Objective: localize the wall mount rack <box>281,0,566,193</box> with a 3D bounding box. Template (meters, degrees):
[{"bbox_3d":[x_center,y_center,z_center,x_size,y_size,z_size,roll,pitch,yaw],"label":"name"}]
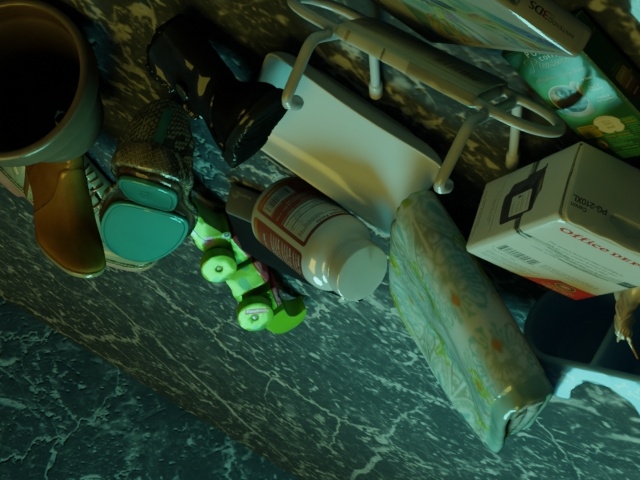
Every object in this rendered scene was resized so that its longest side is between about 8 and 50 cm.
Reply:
[{"bbox_3d":[0.115,-0.163,1.515,0.350,0.130,0.304,30,-158,17],"label":"wall mount rack"}]

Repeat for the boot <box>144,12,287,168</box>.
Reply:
[{"bbox_3d":[-0.147,-0.215,1.765,0.207,0.094,0.246,51,165,1],"label":"boot"}]

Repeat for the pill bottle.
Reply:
[{"bbox_3d":[0.000,0.000,1.966,0.216,0.121,0.121,38,166,43],"label":"pill bottle"}]

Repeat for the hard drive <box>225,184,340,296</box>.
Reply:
[{"bbox_3d":[-0.039,0.008,2.195,0.254,0.054,0.172,24,156,23],"label":"hard drive"}]

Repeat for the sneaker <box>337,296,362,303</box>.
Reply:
[{"bbox_3d":[0.055,0.097,2.274,0.037,0.032,0.083,34,158,2],"label":"sneaker"}]

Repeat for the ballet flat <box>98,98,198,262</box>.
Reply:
[{"bbox_3d":[-0.261,-0.103,2.120,0.164,0.182,0.483,17,162,-6],"label":"ballet flat"}]

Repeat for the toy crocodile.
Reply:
[{"bbox_3d":[-0.141,0.049,2.357,0.340,0.105,0.115,55,-170,-34],"label":"toy crocodile"}]

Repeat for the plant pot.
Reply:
[{"bbox_3d":[-0.453,-0.221,2.086,0.263,0.263,0.229,27,173,16],"label":"plant pot"}]

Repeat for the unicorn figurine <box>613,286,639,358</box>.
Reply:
[{"bbox_3d":[0.388,0.051,1.599,0.060,0.111,0.162,14,142,-1],"label":"unicorn figurine"}]

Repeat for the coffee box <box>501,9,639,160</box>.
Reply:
[{"bbox_3d":[0.293,-0.162,1.413,0.184,0.040,0.113,41,158,-19],"label":"coffee box"}]

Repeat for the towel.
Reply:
[{"bbox_3d":[0.197,0.128,1.854,0.321,0.090,0.374,58,172,16],"label":"towel"}]

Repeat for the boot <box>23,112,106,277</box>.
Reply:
[{"bbox_3d":[-0.440,-0.099,2.275,0.295,0.104,0.211,53,138,35],"label":"boot"}]

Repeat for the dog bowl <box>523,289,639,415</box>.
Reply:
[{"bbox_3d":[0.392,0.133,1.710,0.297,0.166,0.074,10,148,46],"label":"dog bowl"}]

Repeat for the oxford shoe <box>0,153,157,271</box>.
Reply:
[{"bbox_3d":[-0.459,-0.085,2.479,0.397,0.140,0.146,36,151,-10],"label":"oxford shoe"}]

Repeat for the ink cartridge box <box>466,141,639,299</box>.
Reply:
[{"bbox_3d":[0.306,-0.016,1.552,0.172,0.100,0.237,23,164,-14],"label":"ink cartridge box"}]

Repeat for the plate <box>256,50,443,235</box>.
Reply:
[{"bbox_3d":[0.027,-0.138,1.821,0.278,0.045,0.277,34,159,0],"label":"plate"}]

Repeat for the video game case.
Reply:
[{"bbox_3d":[0.070,-0.277,1.293,0.300,0.036,0.329,30,179,-22],"label":"video game case"}]
